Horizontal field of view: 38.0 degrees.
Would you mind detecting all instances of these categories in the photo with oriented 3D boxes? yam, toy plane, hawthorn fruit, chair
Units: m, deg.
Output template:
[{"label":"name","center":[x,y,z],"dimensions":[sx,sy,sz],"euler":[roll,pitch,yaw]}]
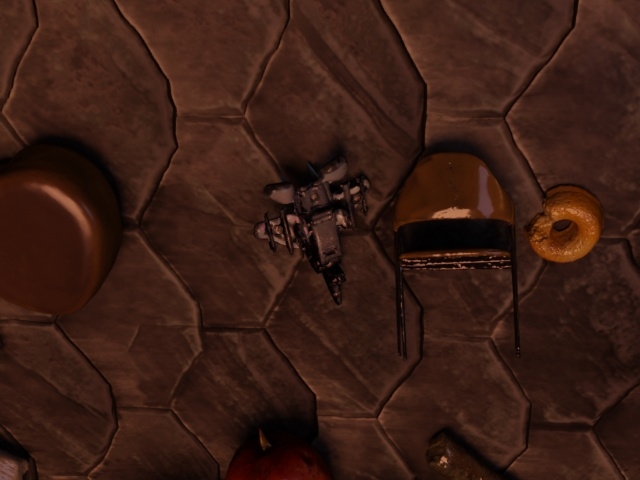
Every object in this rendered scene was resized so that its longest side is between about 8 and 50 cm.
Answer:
[{"label":"yam","center":[0.271,0.390,1.459],"dimensions":[0.253,0.061,0.061],"euler":[38,119,-17]},{"label":"toy plane","center":[0.003,0.004,1.246],"dimensions":[0.169,0.078,0.246],"euler":[-23,122,-11]},{"label":"hawthorn fruit","center":[-0.070,0.370,1.429],"dimensions":[0.179,0.179,0.200],"euler":[-15,109,16]},{"label":"chair","center":[0.174,0.027,1.199],"dimensions":[0.159,0.172,0.246],"euler":[-3,78,10]}]

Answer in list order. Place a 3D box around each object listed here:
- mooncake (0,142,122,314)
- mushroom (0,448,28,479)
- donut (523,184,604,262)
[{"label":"mooncake","center":[-0.377,-0.011,1.265],"dimensions":[0.235,0.117,0.234],"euler":[4,124,5]},{"label":"mushroom","center":[-0.576,0.341,1.525],"dimensions":[0.096,0.099,0.278],"euler":[-29,110,17]},{"label":"donut","center":[0.322,-0.016,1.215],"dimensions":[0.097,0.043,0.108],"euler":[17,126,-2]}]
